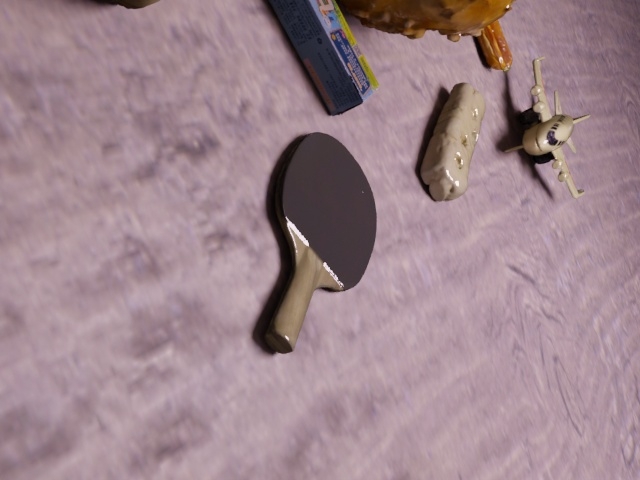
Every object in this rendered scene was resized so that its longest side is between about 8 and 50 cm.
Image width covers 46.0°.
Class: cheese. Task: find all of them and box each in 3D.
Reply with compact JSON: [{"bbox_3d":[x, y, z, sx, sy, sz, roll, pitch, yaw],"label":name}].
[{"bbox_3d":[0.168,-0.127,0.947,0.065,0.043,0.194,46,46,-25],"label":"cheese"}]

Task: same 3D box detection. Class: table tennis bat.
[{"bbox_3d":[0.000,0.000,0.693,0.138,0.022,0.246,50,41,-28],"label":"table tennis bat"}]

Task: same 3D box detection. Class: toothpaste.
[{"bbox_3d":[-0.004,-0.227,0.758,0.193,0.044,0.070,60,39,-17],"label":"toothpaste"}]

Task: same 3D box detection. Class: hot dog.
[{"bbox_3d":[0.253,-0.309,1.139,0.049,0.037,0.122,-15,83,-42],"label":"hot dog"}]

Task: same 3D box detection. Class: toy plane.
[{"bbox_3d":[0.350,-0.164,1.156,0.244,0.092,0.228,-28,101,-52],"label":"toy plane"}]

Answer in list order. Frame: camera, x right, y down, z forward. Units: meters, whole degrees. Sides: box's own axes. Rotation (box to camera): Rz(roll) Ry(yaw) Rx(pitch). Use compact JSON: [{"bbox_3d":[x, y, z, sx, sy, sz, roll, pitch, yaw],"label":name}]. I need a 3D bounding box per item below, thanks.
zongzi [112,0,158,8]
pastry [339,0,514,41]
[{"bbox_3d":[-0.221,-0.399,0.445,0.418,0.182,0.446,8,68,-50],"label":"zongzi"},{"bbox_3d":[0.084,-0.349,0.825,0.255,0.162,0.310,-31,90,-38],"label":"pastry"}]
